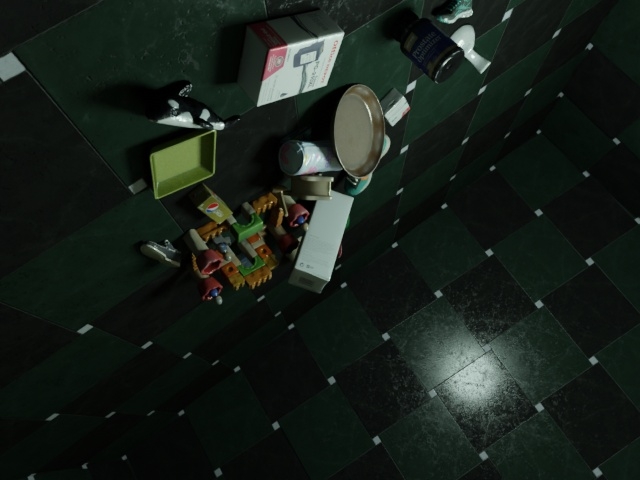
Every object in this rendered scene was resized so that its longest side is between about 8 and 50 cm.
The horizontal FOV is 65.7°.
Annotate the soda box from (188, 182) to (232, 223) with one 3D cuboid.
[{"bbox_3d":[-0.349,-0.115,1.586,0.061,0.058,0.181,-40,162,-1],"label":"soda box"}]

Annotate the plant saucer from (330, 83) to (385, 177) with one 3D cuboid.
[{"bbox_3d":[0.122,-0.368,1.688,0.311,0.050,0.310,-11,104,-52],"label":"plant saucer"}]

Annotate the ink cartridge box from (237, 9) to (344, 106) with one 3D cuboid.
[{"bbox_3d":[-0.075,-0.458,1.242,0.237,0.100,0.172,-28,159,-32],"label":"ink cartridge box"}]

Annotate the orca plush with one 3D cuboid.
[{"bbox_3d":[-0.292,-0.317,1.161,0.287,0.151,0.102,-7,112,-54],"label":"orca plush"}]

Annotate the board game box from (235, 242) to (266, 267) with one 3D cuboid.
[{"bbox_3d":[-0.310,0.094,2.186,0.160,0.039,0.211,-34,162,-18],"label":"board game box"}]

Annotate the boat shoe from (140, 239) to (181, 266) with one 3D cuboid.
[{"bbox_3d":[-0.521,0.031,1.629,0.206,0.075,0.065,57,41,-67],"label":"boat shoe"}]

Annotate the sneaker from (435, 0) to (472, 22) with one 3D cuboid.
[{"bbox_3d":[0.438,-0.764,1.617,0.166,0.065,0.076,-33,145,-29],"label":"sneaker"}]

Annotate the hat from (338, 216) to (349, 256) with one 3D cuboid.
[{"bbox_3d":[0.124,-0.074,2.402,0.173,0.183,0.208,-29,159,-30],"label":"hat"}]

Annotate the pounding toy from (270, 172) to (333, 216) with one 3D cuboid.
[{"bbox_3d":[-0.049,-0.160,1.733,0.154,0.269,0.154,-4,103,-33],"label":"pounding toy"}]

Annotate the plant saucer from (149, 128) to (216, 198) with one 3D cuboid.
[{"bbox_3d":[-0.373,-0.215,1.325,0.188,0.045,0.188,-29,159,-28],"label":"plant saucer"}]

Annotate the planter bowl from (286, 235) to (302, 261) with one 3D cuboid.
[{"bbox_3d":[-0.080,0.062,2.449,0.162,0.109,0.162,-35,161,-14],"label":"planter bowl"}]

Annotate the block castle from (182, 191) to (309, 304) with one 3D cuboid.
[{"bbox_3d":[-0.267,0.029,1.839,0.453,0.213,0.303,-30,160,-27],"label":"block castle"}]

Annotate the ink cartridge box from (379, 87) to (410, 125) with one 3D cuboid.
[{"bbox_3d":[0.277,-0.507,1.887,0.099,0.056,0.135,-44,162,11],"label":"ink cartridge box"}]

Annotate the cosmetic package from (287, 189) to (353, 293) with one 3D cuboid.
[{"bbox_3d":[0.000,0.000,2.059,0.217,0.156,0.385,118,-8,-67],"label":"cosmetic package"}]

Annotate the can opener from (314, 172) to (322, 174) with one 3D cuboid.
[{"bbox_3d":[-0.019,-0.258,1.923,0.059,0.073,0.186,12,136,-16],"label":"can opener"}]

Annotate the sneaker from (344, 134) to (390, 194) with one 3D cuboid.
[{"bbox_3d":[0.167,-0.316,2.061,0.121,0.108,0.302,-14,141,-52],"label":"sneaker"}]

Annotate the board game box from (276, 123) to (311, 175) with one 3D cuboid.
[{"bbox_3d":[-0.086,-0.308,1.697,0.126,0.026,0.186,-35,161,-14],"label":"board game box"}]

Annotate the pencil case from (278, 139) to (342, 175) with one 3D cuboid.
[{"bbox_3d":[-0.014,-0.284,1.661,0.273,0.113,0.124,-16,168,-48],"label":"pencil case"}]

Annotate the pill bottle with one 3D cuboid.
[{"bbox_3d":[0.321,-0.593,1.508,0.123,0.219,0.123,-36,161,-14],"label":"pill bottle"}]

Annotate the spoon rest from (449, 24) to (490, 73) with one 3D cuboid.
[{"bbox_3d":[0.561,-0.733,1.907,0.276,0.084,0.137,11,127,-51],"label":"spoon rest"}]
